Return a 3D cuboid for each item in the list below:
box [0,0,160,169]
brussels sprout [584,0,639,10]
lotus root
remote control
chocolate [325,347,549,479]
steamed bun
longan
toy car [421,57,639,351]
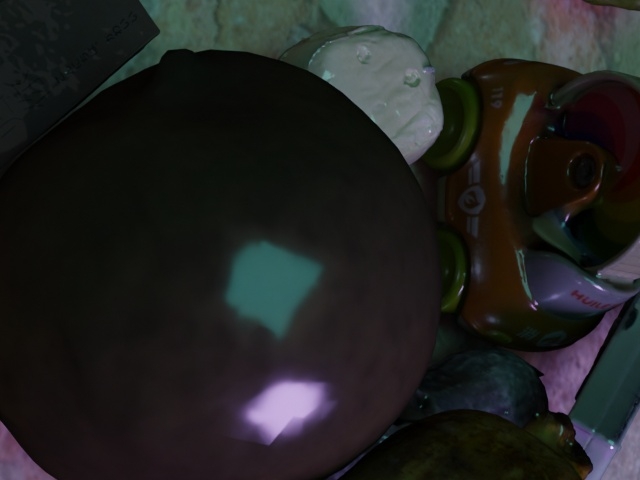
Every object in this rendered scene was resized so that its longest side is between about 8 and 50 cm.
[{"bbox_3d":[-0.242,-0.148,1.178,0.215,0.086,0.215,-46,111,-31],"label":"box"},{"bbox_3d":[0.254,-0.259,1.552,0.155,0.117,0.155,-28,124,-51],"label":"brussels sprout"},{"bbox_3d":[0.080,0.182,1.166,0.260,0.128,0.145,-32,70,-36],"label":"lotus root"},{"bbox_3d":[0.248,0.077,1.461,0.050,0.145,0.344,28,47,10],"label":"remote control"},{"bbox_3d":[0.072,0.142,1.372,0.248,0.110,0.110,-8,89,-38],"label":"chocolate"},{"bbox_3d":[0.018,-0.094,1.365,0.130,0.091,0.112,-14,89,-35],"label":"steamed bun"},{"bbox_3d":[-0.068,0.024,1.168,0.297,0.297,0.297,5,81,-37],"label":"longan"},{"bbox_3d":[0.188,-0.032,1.409,0.145,0.235,0.235,9,79,-36],"label":"toy car"}]
